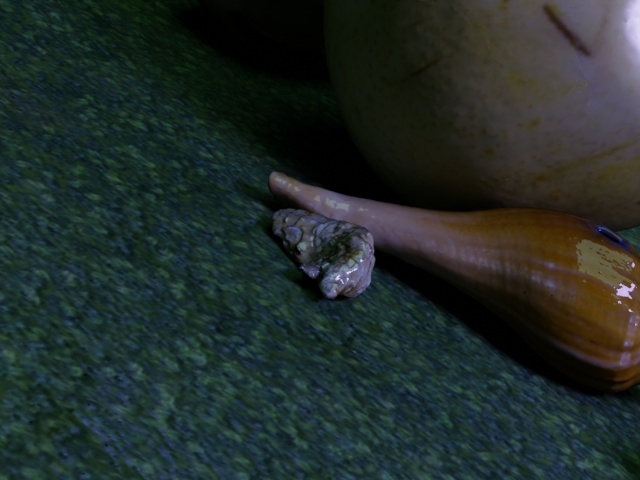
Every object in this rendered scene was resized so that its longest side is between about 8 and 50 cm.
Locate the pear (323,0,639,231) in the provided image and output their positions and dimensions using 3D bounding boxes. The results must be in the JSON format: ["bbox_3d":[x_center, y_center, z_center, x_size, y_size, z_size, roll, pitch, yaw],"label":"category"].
[{"bbox_3d":[0.155,-0.144,1.324,0.309,0.309,0.309,25,21,-10],"label":"pear"}]

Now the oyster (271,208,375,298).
[{"bbox_3d":[0.000,0.000,1.179,0.083,0.038,0.081,37,25,18],"label":"oyster"}]

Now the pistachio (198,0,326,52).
[{"bbox_3d":[-0.014,-0.210,1.505,0.129,0.131,0.206,11,6,39],"label":"pistachio"}]

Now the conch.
[{"bbox_3d":[0.126,0.013,1.230,0.330,0.093,0.109,28,28,1],"label":"conch"}]
